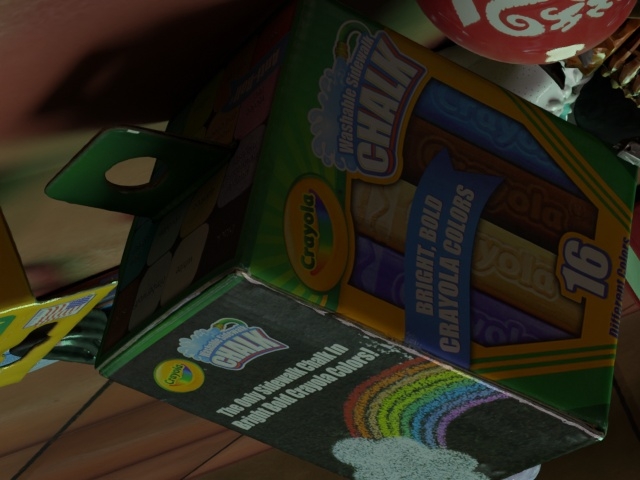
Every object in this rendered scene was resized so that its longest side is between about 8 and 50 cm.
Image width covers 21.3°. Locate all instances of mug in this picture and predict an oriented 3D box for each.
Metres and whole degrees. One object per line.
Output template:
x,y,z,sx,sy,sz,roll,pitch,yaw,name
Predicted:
0.096,-0.173,0.709,0.113,0.150,0.169,13,165,5,mug

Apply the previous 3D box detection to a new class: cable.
-0.153,0.066,1.316,0.139,0.072,0.287,-10,166,34,cable

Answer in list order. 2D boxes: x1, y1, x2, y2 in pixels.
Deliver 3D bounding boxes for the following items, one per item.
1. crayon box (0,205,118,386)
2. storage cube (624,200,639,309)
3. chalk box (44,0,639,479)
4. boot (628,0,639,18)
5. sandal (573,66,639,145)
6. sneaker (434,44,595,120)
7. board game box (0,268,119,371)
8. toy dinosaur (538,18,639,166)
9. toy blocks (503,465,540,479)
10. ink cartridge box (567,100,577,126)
-0.304,0.062,0.981,0.323,0.083,0.203,-15,166,-33,crayon box
0.468,0.016,2.034,0.193,0.215,0.183,-30,168,-1,storage cube
0.000,0.000,0.925,0.289,0.179,0.180,26,148,-21,chalk box
0.266,-0.168,0.822,0.220,0.109,0.283,-2,171,-39,boot
0.380,-0.134,1.149,0.446,0.107,0.167,-25,-149,-14,sandal
0.142,-0.101,1.095,0.212,0.094,0.080,-28,167,19,sneaker
-0.215,0.072,1.356,0.281,0.027,0.145,-22,170,-9,board game box
0.267,-0.104,0.975,0.322,0.218,0.164,31,158,-25,toy dinosaur
0.089,0.119,1.512,0.309,0.288,0.260,-16,173,-19,toy blocks
0.231,-0.113,1.271,0.175,0.072,0.127,-23,168,-3,ink cartridge box
